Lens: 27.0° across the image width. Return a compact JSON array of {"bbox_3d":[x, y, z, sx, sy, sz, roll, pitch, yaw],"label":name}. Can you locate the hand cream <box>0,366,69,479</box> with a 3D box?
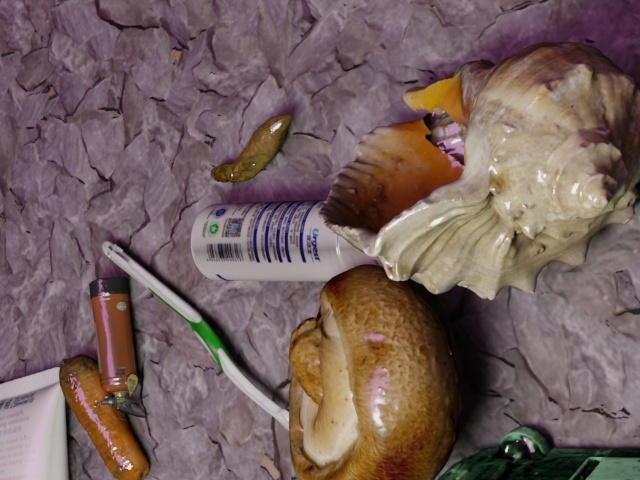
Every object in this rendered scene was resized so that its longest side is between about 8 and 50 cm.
[{"bbox_3d":[-0.383,0.355,1.725,0.186,0.118,0.358,-18,70,37],"label":"hand cream"}]

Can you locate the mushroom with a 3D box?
[{"bbox_3d":[0.051,0.150,1.338,0.253,0.153,0.253,180,90,-69],"label":"mushroom"}]

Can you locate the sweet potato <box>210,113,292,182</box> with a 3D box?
[{"bbox_3d":[-0.078,-0.099,1.544,0.153,0.038,0.041,-35,46,40],"label":"sweet potato"}]

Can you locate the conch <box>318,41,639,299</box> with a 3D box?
[{"bbox_3d":[0.157,-0.049,1.261,0.297,0.352,0.210,-33,100,-10],"label":"conch"}]

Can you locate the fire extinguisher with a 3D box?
[{"bbox_3d":[-0.251,0.134,1.653,0.050,0.062,0.177,-27,69,59],"label":"fire extinguisher"}]

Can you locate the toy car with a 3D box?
[{"bbox_3d":[0.248,0.255,1.233,0.306,0.136,0.125,-9,105,37],"label":"toy car"}]

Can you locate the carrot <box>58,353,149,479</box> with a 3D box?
[{"bbox_3d":[-0.270,0.226,1.665,0.060,0.060,0.186,-41,71,29],"label":"carrot"}]

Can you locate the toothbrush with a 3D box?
[{"bbox_3d":[-0.136,0.116,1.576,0.040,0.042,0.418,-43,56,-17],"label":"toothbrush"}]

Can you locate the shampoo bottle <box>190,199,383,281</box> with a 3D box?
[{"bbox_3d":[0.000,0.000,1.449,0.303,0.092,0.092,-1,88,36],"label":"shampoo bottle"}]
